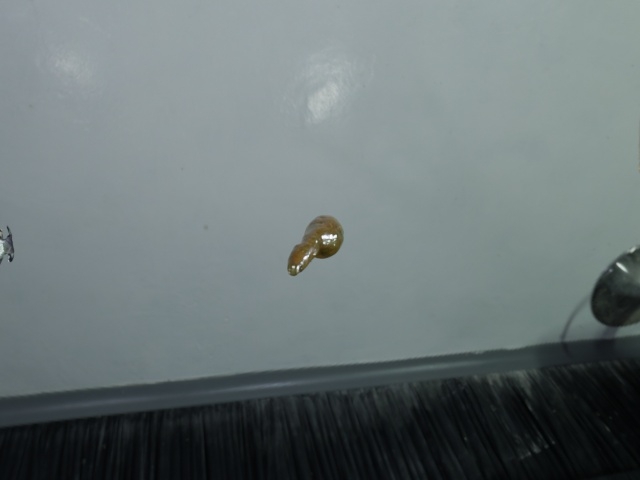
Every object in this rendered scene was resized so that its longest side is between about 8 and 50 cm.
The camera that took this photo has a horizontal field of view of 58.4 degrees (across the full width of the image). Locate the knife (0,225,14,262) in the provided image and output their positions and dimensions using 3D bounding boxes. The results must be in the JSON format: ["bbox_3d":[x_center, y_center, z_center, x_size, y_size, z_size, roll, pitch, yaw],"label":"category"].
[{"bbox_3d":[-0.552,0.089,0.773,0.043,0.365,0.089,5,122,12],"label":"knife"}]

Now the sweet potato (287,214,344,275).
[{"bbox_3d":[0.000,-0.001,1.027,0.075,0.269,0.074,5,107,15],"label":"sweet potato"}]

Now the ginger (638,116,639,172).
[{"bbox_3d":[0.279,-0.112,0.279,0.245,0.155,0.304,-32,164,22],"label":"ginger"}]
